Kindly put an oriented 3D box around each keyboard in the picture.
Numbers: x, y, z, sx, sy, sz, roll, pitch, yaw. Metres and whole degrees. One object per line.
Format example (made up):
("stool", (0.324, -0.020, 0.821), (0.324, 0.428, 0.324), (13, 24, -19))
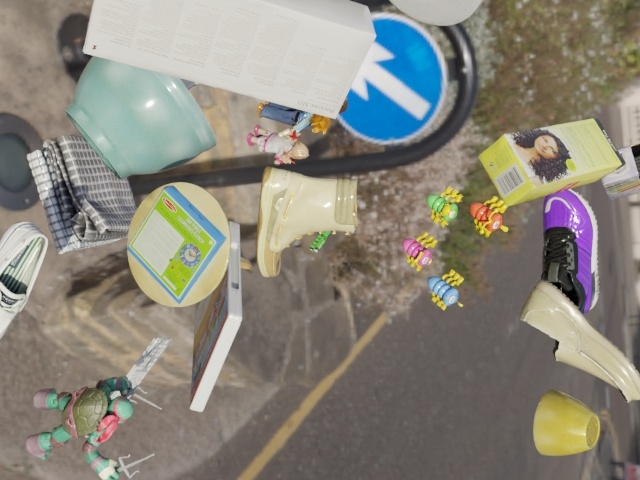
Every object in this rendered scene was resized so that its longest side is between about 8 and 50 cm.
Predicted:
("keyboard", (-0.401, 0.307, 1.723), (0.256, 0.014, 0.072), (-53, 158, 0))

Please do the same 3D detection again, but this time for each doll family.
("doll family", (-0.037, -0.277, 1.731), (0.263, 0.163, 0.118), (-54, 150, -33))

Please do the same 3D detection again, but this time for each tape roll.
("tape roll", (0.186, -0.463, 1.341), (0.072, 0.219, 0.219), (-52, 136, -29))

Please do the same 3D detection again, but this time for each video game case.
("video game case", (-0.179, 0.122, 1.408), (0.285, 0.025, 0.204), (-100, -150, -58))

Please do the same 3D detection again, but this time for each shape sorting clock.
("shape sorting clock", (-0.234, 0.007, 1.359), (0.040, 0.206, 0.206), (0, 86, -61))

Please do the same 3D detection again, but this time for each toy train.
("toy train", (0.000, 0.000, 2.008), (0.083, 0.023, 0.017), (-55, 174, -40))

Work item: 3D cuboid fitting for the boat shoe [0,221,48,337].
("boat shoe", (-0.497, 0.078, 1.280), (0.083, 0.075, 0.226), (23, 87, -42))

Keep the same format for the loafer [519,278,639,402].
("loafer", (0.455, 0.188, 1.444), (0.268, 0.092, 0.102), (47, 8, 10))

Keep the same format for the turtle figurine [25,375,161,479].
("turtle figurine", (-0.355, 0.279, 1.294), (0.118, 0.234, 0.175), (57, 35, -40))

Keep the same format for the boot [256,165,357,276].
("boot", (-0.026, -0.025, 1.694), (0.095, 0.203, 0.262), (-84, 180, -57))

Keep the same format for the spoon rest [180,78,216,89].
("spoon rest", (-0.353, -0.279, 1.869), (0.276, 0.137, 0.084), (-49, 156, 2))

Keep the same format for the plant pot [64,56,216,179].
("plant pot", (-0.374, -0.245, 1.621), (0.196, 0.293, 0.293), (-39, 133, -12))

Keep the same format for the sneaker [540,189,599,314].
("sneaker", (0.517, 0.039, 1.738), (0.146, 0.102, 0.294), (-27, 109, -46))

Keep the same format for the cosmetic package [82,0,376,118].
("cosmetic package", (-0.080, -0.190, 0.734), (0.060, 0.238, 0.099), (-99, -151, -46))

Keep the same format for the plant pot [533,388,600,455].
("plant pot", (0.500, 0.372, 1.644), (0.134, 0.095, 0.134), (-4, 95, -48))

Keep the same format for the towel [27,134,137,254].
("towel", (-0.498, -0.106, 1.786), (0.283, 0.121, 0.235), (-24, 98, -81))

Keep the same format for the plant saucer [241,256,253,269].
("plant saucer", (-0.200, 0.050, 1.974), (0.083, 0.083, 0.015), (37, 65, -58))

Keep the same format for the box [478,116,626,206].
("box", (0.327, -0.113, 1.144), (0.232, 0.058, 0.087), (-16, 72, -41))

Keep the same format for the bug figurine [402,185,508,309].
("bug figurine", (0.286, 0.005, 1.835), (0.072, 0.216, 0.279), (14, 108, -48))

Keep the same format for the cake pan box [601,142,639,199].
("cake pan box", (0.677, -0.154, 1.618), (0.267, 0.245, 0.070), (13, 62, -68))
